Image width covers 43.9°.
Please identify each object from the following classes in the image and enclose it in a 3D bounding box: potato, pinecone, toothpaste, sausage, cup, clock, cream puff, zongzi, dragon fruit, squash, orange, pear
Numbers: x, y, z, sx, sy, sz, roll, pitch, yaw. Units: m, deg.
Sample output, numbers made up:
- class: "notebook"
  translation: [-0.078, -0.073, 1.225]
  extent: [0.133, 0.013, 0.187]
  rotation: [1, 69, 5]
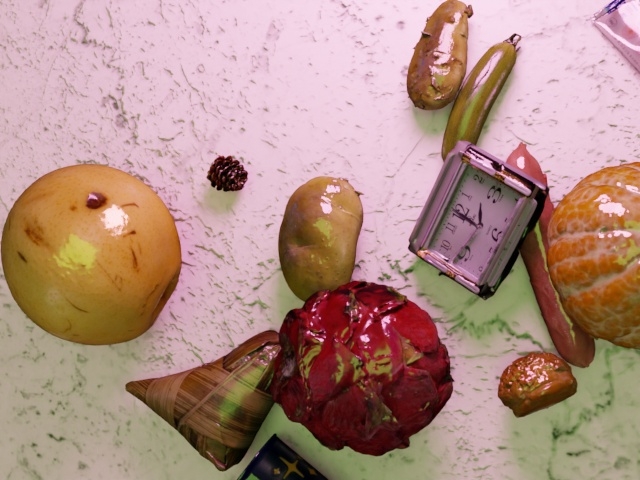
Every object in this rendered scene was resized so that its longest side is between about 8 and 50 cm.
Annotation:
- class: "potato"
  translation: [0.229, -0.355, 1.521]
  extent: [0.117, 0.090, 0.225]
  rotation: [13, 83, 33]
- class: "pinecone"
  translation: [-0.187, -0.134, 1.607]
  extent: [0.083, 0.077, 0.077]
  rotation: [18, 92, 52]
- class: "toothpaste"
  translation: [0.630, -0.316, 1.460]
  extent: [0.100, 0.066, 0.323]
  rotation: [-34, 77, 13]
- class: "sausage"
  translation: [0.419, 0.027, 1.476]
  extent: [0.088, 0.088, 0.432]
  rotation: [-16, 85, 10]
- class: "cup"
  translation: [-0.061, 0.532, 1.471]
  extent: [0.256, 0.255, 0.178]
  rotation: [37, 127, 10]
- class: "potato"
  translation: [0.000, 0.000, 1.534]
  extent: [0.169, 0.144, 0.248]
  rotation: [9, 95, 50]
- class: "clock"
  translation: [0.286, -0.036, 1.461]
  extent: [0.186, 0.083, 0.253]
  rotation: [36, 117, 25]
- class: "cream puff"
  translation: [0.391, 0.258, 1.452]
  extent: [0.144, 0.126, 0.103]
  rotation: [-26, 69, 4]
- class: "zongzi"
  translation: [-0.221, 0.267, 1.580]
  extent: [0.288, 0.134, 0.285]
  rotation: [30, 88, 19]
- class: "dragon fruit"
  translation: [0.071, 0.224, 1.420]
  extent: [0.330, 0.329, 0.329]
  rotation: [0, 88, 11]
- class: "squash"
  translation: [0.296, -0.258, 1.516]
  extent: [0.080, 0.071, 0.318]
  rotation: [23, 93, 3]
- class: "orange"
  translation: [0.546, 0.022, 1.347]
  extent: [0.330, 0.249, 0.329]
  rotation: [5, 77, -22]
- class: "pear"
  translation: [-0.430, 0.030, 1.522]
  extent: [0.349, 0.348, 0.348]
  rotation: [0, 88, 11]
